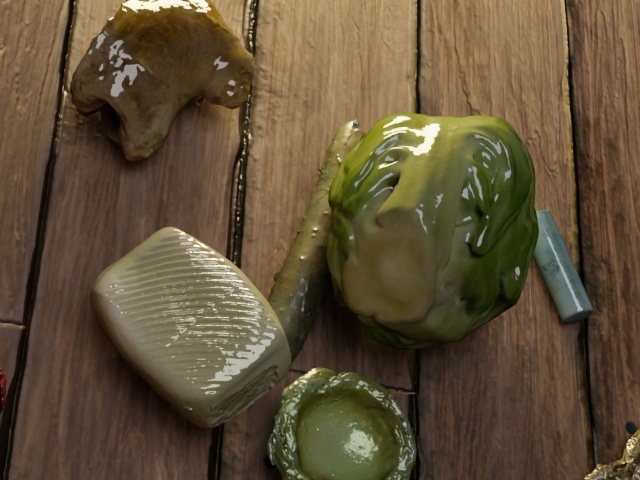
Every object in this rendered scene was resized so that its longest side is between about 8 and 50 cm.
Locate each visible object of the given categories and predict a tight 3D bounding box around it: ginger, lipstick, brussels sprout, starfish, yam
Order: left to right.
[{"bbox_3d":[-0.202,-0.223,1.891,0.221,0.130,0.276,27,62,-15],"label":"ginger"},{"bbox_3d":[0.000,0.000,1.873,0.083,0.083,0.372,25,59,-6],"label":"yam"},{"bbox_3d":[0.151,-0.021,1.813,0.328,0.247,0.328,20,64,-48],"label":"brussels sprout"},{"bbox_3d":[0.327,0.037,1.991,0.048,0.048,0.158,-10,67,-25],"label":"lipstick"},{"bbox_3d":[0.431,0.325,1.872,0.247,0.050,0.138,-32,79,-28],"label":"starfish"}]

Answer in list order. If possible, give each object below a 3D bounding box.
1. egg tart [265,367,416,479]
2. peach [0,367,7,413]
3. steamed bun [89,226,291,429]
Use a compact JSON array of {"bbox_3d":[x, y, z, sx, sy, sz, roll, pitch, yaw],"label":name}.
[{"bbox_3d":[0.021,0.253,1.740,0.197,0.078,0.197,9,62,-17],"label":"egg tart"},{"bbox_3d":[-0.492,0.203,1.437,0.370,0.370,0.370,9,60,-16],"label":"peach"},{"bbox_3d":[-0.155,0.113,1.716,0.170,0.153,0.238,-39,66,-21],"label":"steamed bun"}]
